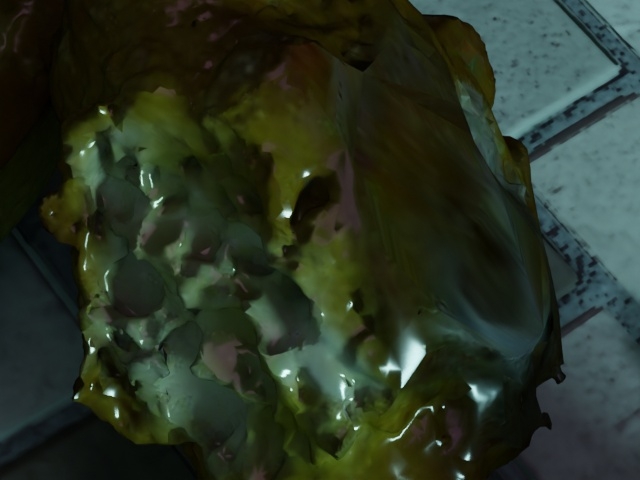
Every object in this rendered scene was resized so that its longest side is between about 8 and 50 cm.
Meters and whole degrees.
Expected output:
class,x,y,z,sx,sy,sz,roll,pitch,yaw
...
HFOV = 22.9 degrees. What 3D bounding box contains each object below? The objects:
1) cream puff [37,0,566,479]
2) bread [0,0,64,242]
class,x,y,z,sx,sy,sz,roll,pitch,yaw
cream puff,0.000,0.000,0.589,0.241,0.154,0.269,23,60,-50
bread,-0.223,-0.090,0.633,0.269,0.148,0.270,6,56,-10
